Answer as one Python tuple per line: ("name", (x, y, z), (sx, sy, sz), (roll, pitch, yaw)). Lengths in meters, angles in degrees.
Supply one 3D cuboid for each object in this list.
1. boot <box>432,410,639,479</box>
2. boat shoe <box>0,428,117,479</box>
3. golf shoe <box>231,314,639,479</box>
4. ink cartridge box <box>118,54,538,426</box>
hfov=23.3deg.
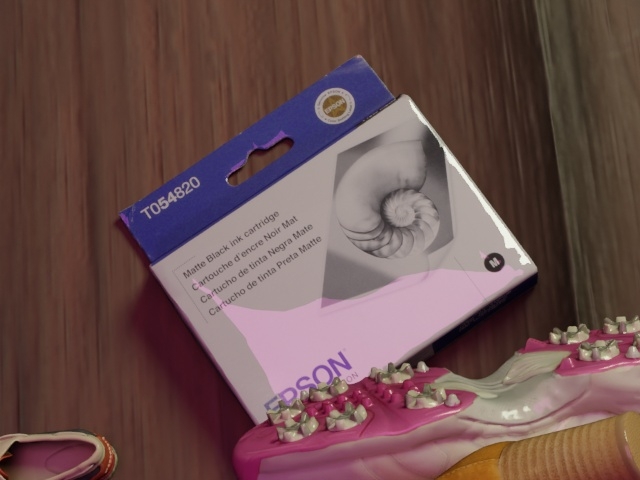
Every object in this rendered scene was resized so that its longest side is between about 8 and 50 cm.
("boot", (0.162, 0.219, 0.946), (0.211, 0.295, 0.104), (-27, 34, 29))
("boat shoe", (-0.209, 0.156, 1.060), (0.137, 0.043, 0.049), (-9, 73, 5))
("golf shoe", (0.100, 0.142, 0.982), (0.306, 0.115, 0.140), (-11, 102, 1))
("ink cartridge box", (0.000, 0.000, 1.085), (0.223, 0.045, 0.224), (-35, 71, -5))
